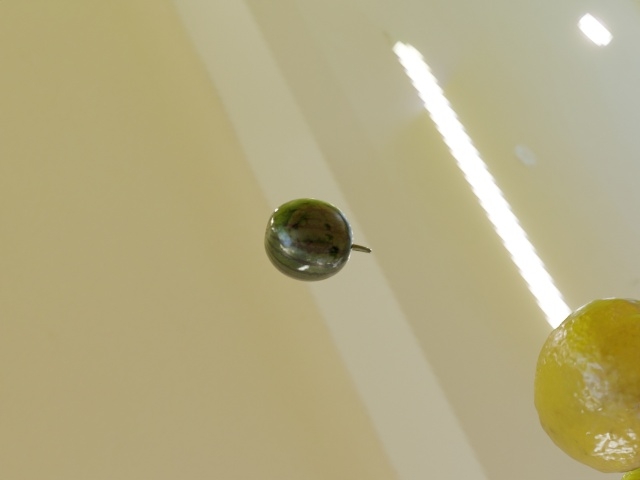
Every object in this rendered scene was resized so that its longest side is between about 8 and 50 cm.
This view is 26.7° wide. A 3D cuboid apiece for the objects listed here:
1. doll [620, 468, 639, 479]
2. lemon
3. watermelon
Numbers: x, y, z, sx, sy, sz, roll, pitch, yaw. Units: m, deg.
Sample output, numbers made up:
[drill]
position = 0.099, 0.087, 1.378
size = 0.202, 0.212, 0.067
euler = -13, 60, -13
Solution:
[doll]
position = 0.547, 0.403, 2.197
size = 0.207, 0.081, 0.129
euler = -2, -115, -53
[lemon]
position = 0.444, 0.222, 2.040
size = 0.253, 0.310, 0.253
euler = 5, -129, -6
[watermelon]
position = 0.000, 0.000, 2.242
size = 0.187, 0.140, 0.140
euler = 5, -137, -14
